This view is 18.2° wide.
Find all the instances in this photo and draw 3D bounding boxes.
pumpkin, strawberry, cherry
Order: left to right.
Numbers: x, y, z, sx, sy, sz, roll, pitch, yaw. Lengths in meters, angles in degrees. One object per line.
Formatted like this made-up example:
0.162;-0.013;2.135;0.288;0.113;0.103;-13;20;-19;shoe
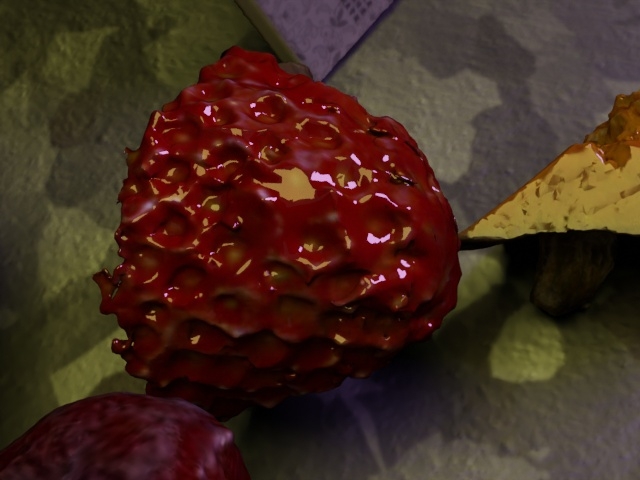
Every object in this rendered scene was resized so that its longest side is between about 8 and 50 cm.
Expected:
-0.119;0.214;1.094;0.300;0.203;0.230;-38;69;0;cherry
0.000;0.000;1.161;0.178;0.234;0.234;7;64;27;strawberry
0.211;-0.034;1.190;0.248;0.131;0.126;-41;86;12;pumpkin

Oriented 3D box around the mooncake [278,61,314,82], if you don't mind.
0.117;-0.119;1.300;0.347;0.150;0.057;-14;72;25;mooncake

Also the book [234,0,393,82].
0.045;-0.327;1.319;0.389;0.269;0.032;-51;39;-14;book
